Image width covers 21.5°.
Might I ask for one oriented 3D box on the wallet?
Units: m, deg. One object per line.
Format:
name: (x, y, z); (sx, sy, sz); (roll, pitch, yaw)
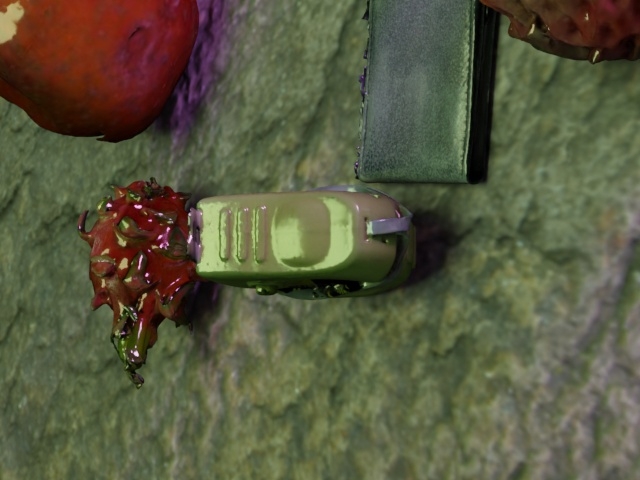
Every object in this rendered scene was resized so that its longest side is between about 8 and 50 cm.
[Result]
wallet: (0.100, -0.162, 1.570); (0.167, 0.036, 0.222); (2, 88, 52)

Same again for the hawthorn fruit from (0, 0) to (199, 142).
hawthorn fruit: (-0.249, -0.275, 1.879); (0.307, 0.276, 0.276); (-50, 45, 8)

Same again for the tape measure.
tape measure: (0.000, 0.000, 1.557); (0.200, 0.175, 0.106); (-5, 79, 17)

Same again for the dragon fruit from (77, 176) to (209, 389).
dragon fruit: (-0.187, 0.045, 1.831); (0.135, 0.137, 0.235); (-32, 63, 49)

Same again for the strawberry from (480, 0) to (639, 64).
strawberry: (0.227, -0.311, 1.333); (0.265, 0.149, 0.336); (29, 107, 52)
